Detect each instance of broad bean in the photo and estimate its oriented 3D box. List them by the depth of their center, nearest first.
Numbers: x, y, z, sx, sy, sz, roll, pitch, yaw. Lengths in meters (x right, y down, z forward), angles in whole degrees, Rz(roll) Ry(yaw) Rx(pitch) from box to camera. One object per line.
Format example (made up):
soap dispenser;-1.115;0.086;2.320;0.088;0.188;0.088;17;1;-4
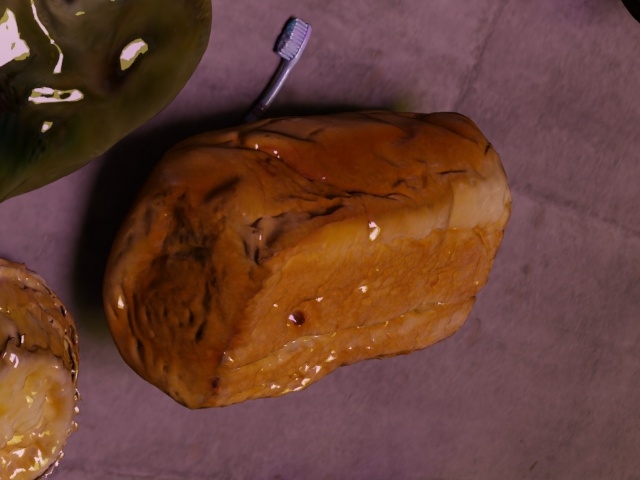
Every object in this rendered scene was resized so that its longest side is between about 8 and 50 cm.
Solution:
broad bean;-0.156;-0.097;1.025;0.207;0.072;0.153;-39;135;-7

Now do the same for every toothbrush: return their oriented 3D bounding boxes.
toothbrush;-0.057;-0.062;1.182;0.019;0.013;0.193;29;89;-44

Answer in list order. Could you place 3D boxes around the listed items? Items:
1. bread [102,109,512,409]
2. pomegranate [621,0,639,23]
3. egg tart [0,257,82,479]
bread;0.000;0.000;1.171;0.294;0.132;0.166;-16;128;-49
pomegranate;0.327;-0.249;1.337;0.276;0.204;0.222;-1;97;-50
egg tart;-0.210;0.101;1.071;0.191;0.074;0.191;-27;131;-37
